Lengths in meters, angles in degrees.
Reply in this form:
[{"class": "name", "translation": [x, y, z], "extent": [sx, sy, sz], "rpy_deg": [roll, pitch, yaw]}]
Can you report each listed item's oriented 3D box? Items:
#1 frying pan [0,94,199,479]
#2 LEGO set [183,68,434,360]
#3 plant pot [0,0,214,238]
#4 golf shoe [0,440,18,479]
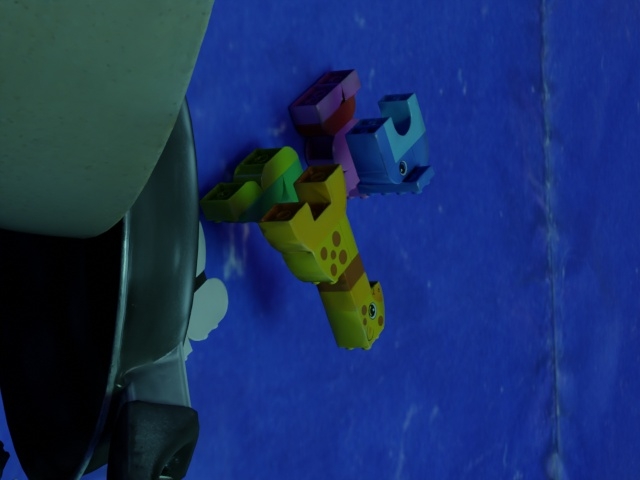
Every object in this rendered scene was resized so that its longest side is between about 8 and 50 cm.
[{"class": "frying pan", "translation": [-0.064, 0.013, 0.498], "extent": [0.053, 0.326, 0.197], "rpy_deg": [1, 107, -25]}, {"class": "LEGO set", "translation": [0.000, 0.000, 0.778], "extent": [0.227, 0.087, 0.093], "rpy_deg": [-47, 126, -46]}, {"class": "plant pot", "translation": [-0.151, -0.146, 0.429], "extent": [0.191, 0.284, 0.284], "rpy_deg": [3, 86, -22]}, {"class": "golf shoe", "translation": [-0.174, 0.068, 0.516], "extent": [0.094, 0.077, 0.198], "rpy_deg": [-59, 134, -39]}]
